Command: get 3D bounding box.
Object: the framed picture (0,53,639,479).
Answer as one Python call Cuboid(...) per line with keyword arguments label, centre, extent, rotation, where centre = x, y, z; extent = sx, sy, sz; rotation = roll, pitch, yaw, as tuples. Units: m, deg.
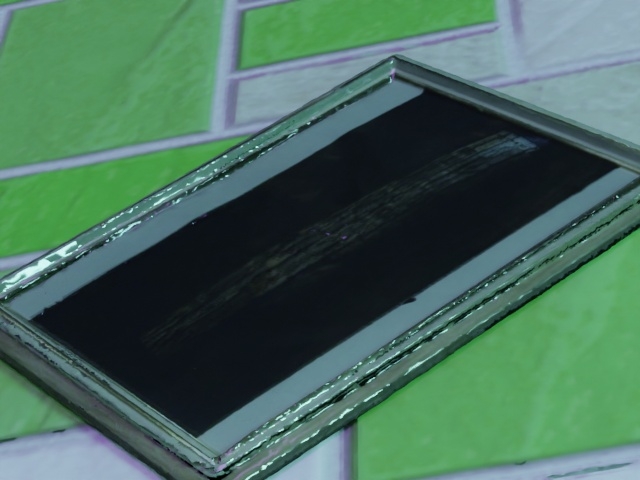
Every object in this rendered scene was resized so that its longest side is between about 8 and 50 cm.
Cuboid(label="framed picture", centre=(0.000, 0.000, 0.899), extent=(0.293, 0.018, 0.231), rotation=(-31, 35, -26))
